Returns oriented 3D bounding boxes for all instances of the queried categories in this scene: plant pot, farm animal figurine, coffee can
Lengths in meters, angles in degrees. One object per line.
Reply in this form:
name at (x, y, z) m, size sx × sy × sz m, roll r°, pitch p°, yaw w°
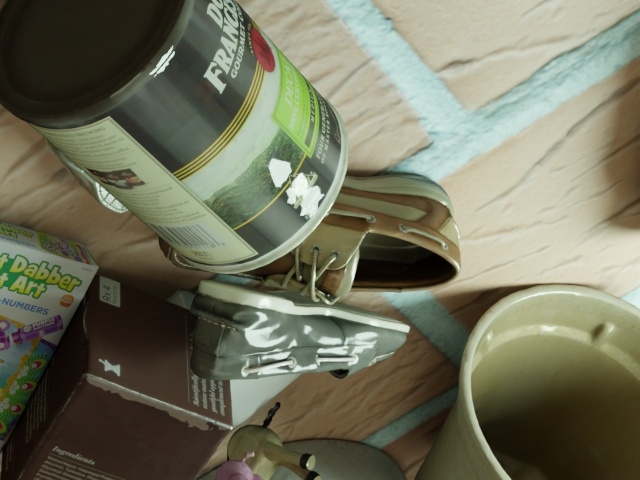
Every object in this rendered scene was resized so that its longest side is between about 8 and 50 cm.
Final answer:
plant pot at (0.261, 0.271, 2.105) m, size 0.334 × 0.334 × 0.305 m, roll 0°, pitch 147°, yaw -23°
farm animal figurine at (-0.157, 0.375, 2.012) m, size 0.330 × 0.172 × 0.326 m, roll -36°, pitch 137°, yaw -42°
coffee can at (-0.127, -0.121, 1.556) m, size 0.201 × 0.201 × 0.275 m, roll -32°, pitch 140°, yaw 12°

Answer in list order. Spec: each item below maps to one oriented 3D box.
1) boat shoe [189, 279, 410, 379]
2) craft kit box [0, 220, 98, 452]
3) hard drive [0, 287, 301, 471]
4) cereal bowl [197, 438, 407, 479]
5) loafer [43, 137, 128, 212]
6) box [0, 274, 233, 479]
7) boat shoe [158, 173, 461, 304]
boat shoe at (-0.026, 0.106, 1.871) m, size 0.335 × 0.112 × 0.095 m, roll 13°, pitch 93°, yaw -55°
craft kit box at (-0.379, 0.087, 1.744) m, size 0.250 × 0.061 × 0.246 m, roll 16°, pitch 108°, yaw -36°
hard drive at (-0.187, 0.187, 1.998) m, size 0.307 × 0.040 × 0.203 m, roll -41°, pitch 136°, yaw 22°
cereal bowl at (-0.032, 0.403, 2.230) m, size 0.339 × 0.141 × 0.339 m, roll -13°, pitch 139°, yaw -11°
loafer at (-0.219, -0.071, 1.706) m, size 0.045 × 0.039 × 0.125 m, roll -55°, pitch 143°, yaw -11°
box at (-0.211, 0.178, 1.829) m, size 0.167 × 0.168 × 0.203 m, roll 23°, pitch 121°, yaw -21°
boat shoe at (0.000, 0.000, 1.810) m, size 0.324 × 0.116 × 0.123 m, roll -3°, pitch 137°, yaw -20°
